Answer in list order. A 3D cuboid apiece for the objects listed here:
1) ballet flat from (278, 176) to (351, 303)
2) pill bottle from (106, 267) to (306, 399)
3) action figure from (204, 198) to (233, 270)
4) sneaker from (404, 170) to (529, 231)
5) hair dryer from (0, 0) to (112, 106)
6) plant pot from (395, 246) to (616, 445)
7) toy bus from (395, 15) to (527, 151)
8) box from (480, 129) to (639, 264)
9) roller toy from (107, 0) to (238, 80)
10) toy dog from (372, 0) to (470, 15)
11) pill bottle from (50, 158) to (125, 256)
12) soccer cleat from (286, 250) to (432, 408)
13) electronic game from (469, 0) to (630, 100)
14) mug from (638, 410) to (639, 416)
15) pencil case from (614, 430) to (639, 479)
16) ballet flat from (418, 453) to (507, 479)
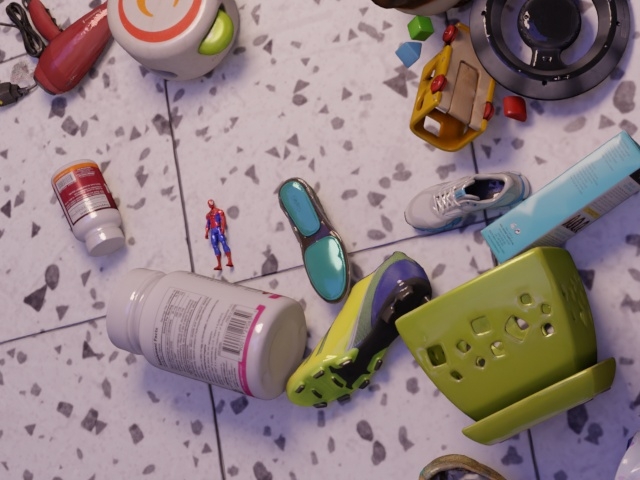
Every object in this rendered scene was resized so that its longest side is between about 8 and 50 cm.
[{"bbox_3d":[0.000,0.000,1.975,0.072,0.068,0.213,-27,73,13],"label":"ballet flat"},{"bbox_3d":[-0.178,0.136,1.989,0.283,0.160,0.160,14,89,26],"label":"pill bottle"},{"bbox_3d":[-0.167,-0.012,2.077,0.038,0.030,0.115,-19,74,27],"label":"action figure"},{"bbox_3d":[0.204,-0.065,1.883,0.190,0.083,0.071,-19,77,23],"label":"sneaker"},{"bbox_3d":[-0.472,-0.359,2.234,0.293,0.080,0.224,-7,80,23],"label":"hair dryer"},{"bbox_3d":[0.267,0.148,1.753,0.227,0.228,0.207,-30,79,18],"label":"plant pot"},{"bbox_3d":[0.195,-0.230,1.893,0.104,0.202,0.191,-38,74,51],"label":"toy bus"},{"bbox_3d":[0.349,-0.052,1.804,0.244,0.100,0.060,-36,69,16],"label":"box"},{"bbox_3d":[-0.237,-0.365,2.090,0.191,0.146,0.209,-19,73,10],"label":"roller toy"},{"bbox_3d":[0.095,-0.519,1.890,0.395,0.284,0.408,-41,68,31],"label":"toy dog"},{"bbox_3d":[-0.385,-0.053,2.150,0.086,0.086,0.152,-33,71,17],"label":"pill bottle"},{"bbox_3d":[0.054,0.136,1.938,0.289,0.093,0.121,-46,37,17],"label":"soccer cleat"},{"bbox_3d":[0.329,-0.313,1.853,0.229,0.048,0.229,-1,81,6],"label":"electronic game"},{"bbox_3d":[0.472,0.211,1.737,0.064,0.062,0.078,20,98,18],"label":"mug"},{"bbox_3d":[0.512,0.346,1.667,0.273,0.113,0.124,18,133,26],"label":"pencil case"},{"bbox_3d":[0.281,0.405,1.767,0.348,0.123,0.123,28,95,25],"label":"ballet flat"}]
